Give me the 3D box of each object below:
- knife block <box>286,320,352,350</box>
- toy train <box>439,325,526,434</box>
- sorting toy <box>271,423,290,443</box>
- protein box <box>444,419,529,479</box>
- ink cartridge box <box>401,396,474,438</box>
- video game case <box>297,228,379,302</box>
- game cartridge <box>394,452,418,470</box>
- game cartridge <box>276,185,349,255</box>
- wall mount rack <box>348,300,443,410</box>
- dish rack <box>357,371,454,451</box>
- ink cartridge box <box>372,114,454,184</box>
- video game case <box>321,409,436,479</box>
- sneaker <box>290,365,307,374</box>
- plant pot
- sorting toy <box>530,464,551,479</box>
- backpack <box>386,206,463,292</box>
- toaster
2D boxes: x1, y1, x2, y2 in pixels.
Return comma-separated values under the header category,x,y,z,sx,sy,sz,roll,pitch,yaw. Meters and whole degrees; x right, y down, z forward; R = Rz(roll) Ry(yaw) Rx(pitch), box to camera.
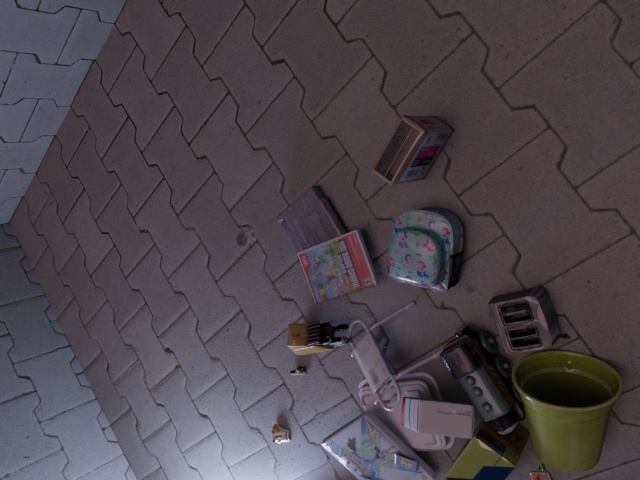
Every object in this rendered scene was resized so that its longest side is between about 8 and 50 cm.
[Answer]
category,x,y,z,sx,sy,sz,roll,pitch,yaw
knife block,0.005,0.366,2.014,0.242,0.275,0.088,0,69,9
toy train,0.501,0.424,1.649,0.142,0.190,0.334,-38,77,35
sorting toy,-0.167,0.838,2.316,0.075,0.045,0.083,-5,97,17
protein box,0.520,0.665,1.674,0.136,0.201,0.199,35,118,21
ink cartridge box,0.362,0.553,1.698,0.172,0.237,0.100,6,76,-1
video game case,0.058,0.097,1.937,0.285,0.025,0.204,-22,87,37
game cartridge,0.296,0.765,1.861,0.083,0.017,0.056,10,125,24
game cartridge,0.000,0.000,2.009,0.230,0.068,0.355,-36,78,31
wall mount rack,0.243,0.384,1.833,0.304,0.131,0.350,-58,44,33
dish rack,0.286,0.626,1.923,0.333,0.072,0.285,-19,88,36
ink cartridge box,0.284,-0.276,1.637,0.088,0.235,0.193,42,121,22
video game case,0.203,0.792,1.960,0.329,0.036,0.300,43,129,1
sneaker,-0.089,0.531,2.201,0.083,0.031,0.035,-8,81,33
plant pot,0.686,0.488,1.511,0.276,0.276,0.253,5,114,35
sorting toy,0.689,0.742,1.689,0.062,0.012,0.083,-17,90,37
backpack,0.329,0.023,1.704,0.225,0.191,0.253,14,102,34
toaster,0.604,0.237,1.587,0.186,0.110,0.168,-19,89,37
